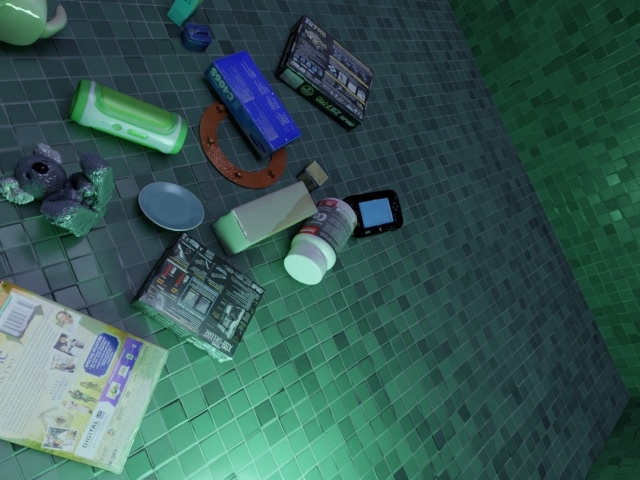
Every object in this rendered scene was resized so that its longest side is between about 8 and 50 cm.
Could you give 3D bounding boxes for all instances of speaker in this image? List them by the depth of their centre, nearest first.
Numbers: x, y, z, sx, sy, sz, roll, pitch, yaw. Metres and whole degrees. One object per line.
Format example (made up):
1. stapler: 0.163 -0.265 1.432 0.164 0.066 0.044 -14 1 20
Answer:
1. speaker: -0.537 -0.345 1.431 0.297 0.131 0.131 17 62 -34

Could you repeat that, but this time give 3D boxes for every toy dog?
1. toy dog: -0.845 -0.706 1.225 0.396 0.285 0.407 -15 80 -43

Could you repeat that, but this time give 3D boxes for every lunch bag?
1. lunch bag: -0.416 -0.688 1.713 0.099 0.065 0.067 -10 79 -41

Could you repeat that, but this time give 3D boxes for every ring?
1. ring: -0.252 -0.336 1.727 0.337 0.032 0.336 16 63 -34

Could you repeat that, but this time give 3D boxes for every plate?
1. plate: -0.429 -0.094 1.455 0.188 0.024 0.188 21 41 -19

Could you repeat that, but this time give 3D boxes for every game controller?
1. game controller: 0.211 -0.107 1.992 0.319 0.067 0.166 -13 81 -41

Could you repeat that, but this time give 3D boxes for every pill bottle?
1. pill bottle: 0.000 0.000 1.708 0.161 0.161 0.283 45 49 -16

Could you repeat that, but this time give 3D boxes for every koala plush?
1. koala plush: -0.649 -0.130 1.242 0.221 0.203 0.196 28 67 -4

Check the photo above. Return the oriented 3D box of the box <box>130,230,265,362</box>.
1. box: -0.332 0.160 1.425 0.307 0.077 0.242 38 52 -21

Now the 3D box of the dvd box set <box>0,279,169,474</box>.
1. dvd box set: -0.596 0.316 1.152 0.421 0.062 0.307 31 55 -27

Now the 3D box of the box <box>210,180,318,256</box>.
1. box: -0.174 -0.073 1.607 0.311 0.148 0.121 -29 92 -41

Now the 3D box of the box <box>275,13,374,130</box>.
1. box: 0.030 -0.681 2.061 0.395 0.097 0.318 30 57 -27

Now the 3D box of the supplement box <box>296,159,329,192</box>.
1. supplement box: -0.028 -0.235 1.853 0.083 0.056 0.083 50 48 -12

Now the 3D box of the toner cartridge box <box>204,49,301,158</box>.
1. toner cartridge box: -0.227 -0.465 1.730 0.165 0.075 0.347 -39 98 -41

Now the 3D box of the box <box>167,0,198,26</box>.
1. box: -0.407 -0.813 1.649 0.060 0.244 0.100 41 52 -20
